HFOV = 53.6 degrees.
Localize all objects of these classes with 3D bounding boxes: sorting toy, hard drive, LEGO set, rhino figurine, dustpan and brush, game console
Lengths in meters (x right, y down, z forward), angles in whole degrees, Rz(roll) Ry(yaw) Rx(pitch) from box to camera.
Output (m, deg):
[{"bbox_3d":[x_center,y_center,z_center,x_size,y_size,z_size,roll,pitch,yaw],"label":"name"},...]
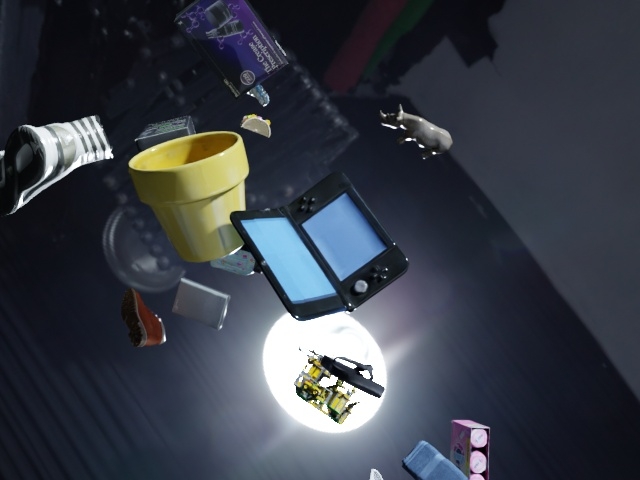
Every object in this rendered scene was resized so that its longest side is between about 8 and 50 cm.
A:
[{"bbox_3d":[-0.176,-0.319,1.710,0.083,0.075,0.044,18,-74,-25],"label":"sorting toy"},{"bbox_3d":[-0.310,0.163,1.639,0.022,0.135,0.094,-25,-46,-74],"label":"hard drive"},{"bbox_3d":[0.039,0.498,2.236,0.192,0.255,0.331,-54,-25,-19],"label":"LEGO set"},{"bbox_3d":[0.268,-0.313,1.798,0.106,0.243,0.073,-24,45,61],"label":"rhino figurine"},{"bbox_3d":[0.196,0.831,1.953,0.060,0.211,0.147,-6,26,15],"label":"dustpan and brush"},{"bbox_3d":[0.000,0.000,1.334,0.250,0.293,0.173,-37,-22,5],"label":"game console"}]

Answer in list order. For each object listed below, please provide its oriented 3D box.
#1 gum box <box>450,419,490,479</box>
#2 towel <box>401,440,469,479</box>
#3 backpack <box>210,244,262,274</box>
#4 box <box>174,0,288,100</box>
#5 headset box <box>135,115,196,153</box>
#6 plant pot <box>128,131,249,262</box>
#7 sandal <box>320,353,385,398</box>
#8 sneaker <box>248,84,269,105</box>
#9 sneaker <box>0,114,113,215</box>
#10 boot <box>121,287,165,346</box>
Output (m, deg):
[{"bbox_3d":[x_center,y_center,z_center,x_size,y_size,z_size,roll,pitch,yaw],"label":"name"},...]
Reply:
[{"bbox_3d":[0.422,0.615,1.796,0.062,0.188,0.107,5,-5,-17],"label":"gum box"},{"bbox_3d":[0.206,0.418,1.140,0.067,0.119,0.029,-43,-51,-12],"label":"towel"},{"bbox_3d":[-0.246,0.037,1.913,0.152,0.182,0.115,-58,-18,-79],"label":"backpack"},{"bbox_3d":[-0.237,-0.541,1.703,0.184,0.261,0.103,-32,29,13],"label":"box"},{"bbox_3d":[-0.368,-0.176,1.635,0.131,0.246,0.283,-15,20,-6],"label":"headset box"},{"bbox_3d":[-0.270,-0.093,1.418,0.254,0.238,0.254,-11,25,5],"label":"plant pot"},{"bbox_3d":[0.060,0.264,1.310,0.054,0.097,0.254,-63,17,-6],"label":"sandal"},{"bbox_3d":[-0.237,-0.492,2.022,0.083,0.190,0.071,-37,-18,6],"label":"sneaker"},{"bbox_3d":[-0.672,-0.187,1.586,0.448,0.169,0.258,-14,7,44],"label":"sneaker"},{"bbox_3d":[-0.429,0.187,1.537,0.059,0.157,0.085,-41,-30,29],"label":"boot"}]
